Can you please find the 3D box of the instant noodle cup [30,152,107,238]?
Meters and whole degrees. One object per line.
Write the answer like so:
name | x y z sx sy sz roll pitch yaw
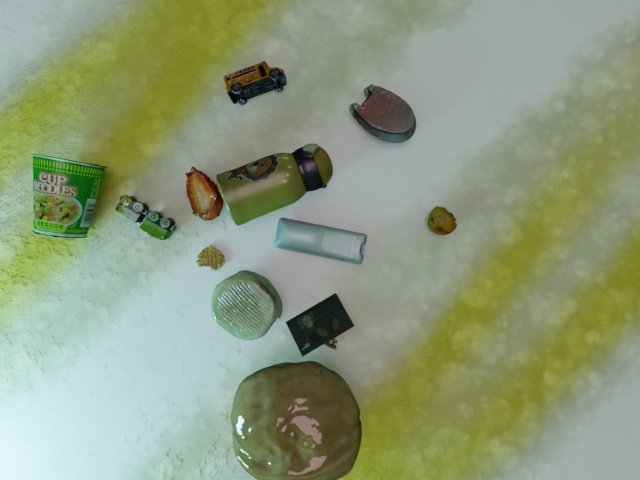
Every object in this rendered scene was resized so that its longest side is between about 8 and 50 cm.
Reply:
instant noodle cup | -0.778 -0.131 1.291 0.207 0.207 0.232 9 94 -1

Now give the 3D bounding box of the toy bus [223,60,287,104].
toy bus | -0.212 -0.521 1.372 0.195 0.083 0.088 -20 77 -1

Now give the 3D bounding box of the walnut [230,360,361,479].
walnut | -0.067 0.515 1.189 0.381 0.381 0.381 0 86 -1

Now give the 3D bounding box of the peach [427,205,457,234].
peach | 0.389 -0.059 1.365 0.098 0.061 0.098 11 63 -22

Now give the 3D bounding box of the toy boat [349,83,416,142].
toy boat | 0.210 -0.405 1.386 0.227 0.085 0.155 37 77 13

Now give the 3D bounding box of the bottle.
bottle | -0.132 -0.189 1.313 0.351 0.171 0.171 -23 87 -5

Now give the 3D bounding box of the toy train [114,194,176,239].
toy train | -0.561 -0.073 1.346 0.202 0.060 0.081 30 92 3

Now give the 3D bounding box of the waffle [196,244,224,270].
waffle | -0.354 0.060 1.363 0.085 0.016 0.078 29 86 0

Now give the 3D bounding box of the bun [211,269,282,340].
bun | -0.228 0.196 1.312 0.221 0.108 0.221 0 93 3

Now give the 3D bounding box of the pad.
pad | -0.003 0.265 1.336 0.190 0.004 0.127 -30 63 -3

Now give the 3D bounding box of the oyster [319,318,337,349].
oyster | 0.027 0.301 1.354 0.081 0.038 0.083 30 60 -8

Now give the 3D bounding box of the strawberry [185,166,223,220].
strawberry | -0.360 -0.150 1.338 0.121 0.082 0.188 -39 63 25

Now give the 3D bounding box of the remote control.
remote control | 0.000 0.000 1.358 0.293 0.051 0.103 11 85 -1
